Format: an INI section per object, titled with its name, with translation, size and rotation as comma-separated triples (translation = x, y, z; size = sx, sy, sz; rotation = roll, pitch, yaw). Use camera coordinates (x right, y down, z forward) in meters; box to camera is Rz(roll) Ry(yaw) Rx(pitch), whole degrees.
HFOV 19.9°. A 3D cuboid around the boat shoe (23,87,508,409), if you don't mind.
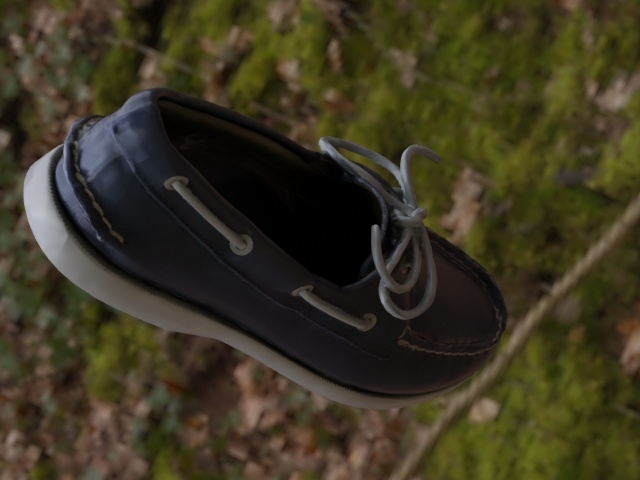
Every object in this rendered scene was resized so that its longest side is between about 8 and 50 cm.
[boat shoe]
translation = 0.000, 0.000, 0.743
size = 0.079, 0.254, 0.095
rotation = -35, 48, 31
